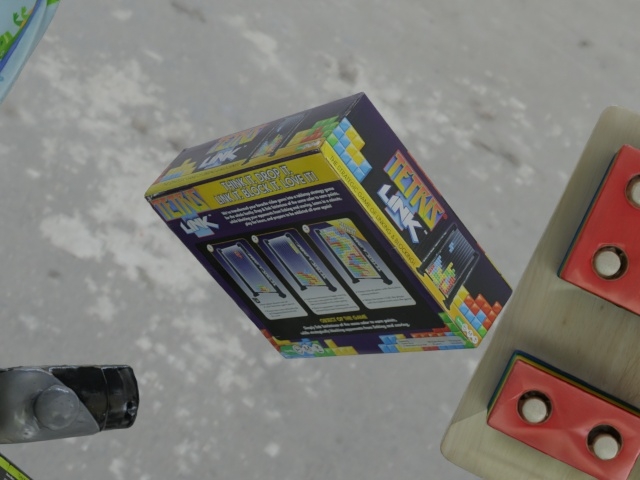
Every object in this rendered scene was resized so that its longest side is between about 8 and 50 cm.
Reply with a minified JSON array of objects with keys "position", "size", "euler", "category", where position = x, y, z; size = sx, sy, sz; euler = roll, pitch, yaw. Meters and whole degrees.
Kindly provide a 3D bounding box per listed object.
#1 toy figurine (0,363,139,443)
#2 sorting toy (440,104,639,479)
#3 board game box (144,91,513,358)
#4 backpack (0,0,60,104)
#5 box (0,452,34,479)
[{"position":[-0.154,0.175,0.609],"size":[0.148,0.213,0.209],"euler":[0,41,-49],"category":"toy figurine"},{"position":[0.241,0.081,0.762],"size":[0.256,0.257,0.089],"euler":[26,4,7],"category":"sorting toy"},{"position":[0.000,0.000,0.682],"size":[0.141,0.170,0.048],"euler":[52,57,-21],"category":"board game box"},{"position":[-0.293,-0.090,0.582],"size":[0.290,0.273,0.355],"euler":[11,48,29],"category":"backpack"},{"position":[-0.283,0.219,0.851],"size":[0.045,0.190,0.184],"euler":[12,66,18],"category":"box"}]
